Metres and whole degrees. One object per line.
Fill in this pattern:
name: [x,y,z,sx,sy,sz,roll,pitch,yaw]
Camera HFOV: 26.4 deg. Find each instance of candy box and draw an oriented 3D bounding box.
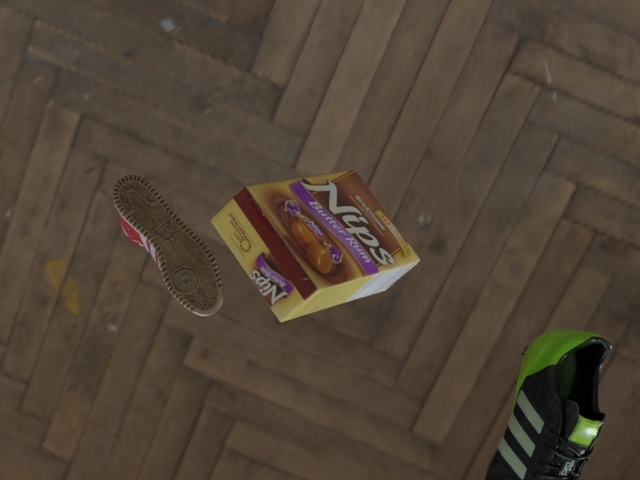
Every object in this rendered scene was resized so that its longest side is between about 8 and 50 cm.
candy box: [0.000,0.000,1.184,0.053,0.186,0.109,-42,76,27]

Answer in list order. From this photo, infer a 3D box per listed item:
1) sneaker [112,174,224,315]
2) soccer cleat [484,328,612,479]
sneaker: [-0.112,0.005,1.015,0.042,0.067,0.118,-34,90,-9]
soccer cleat: [0.156,0.144,0.931,0.060,0.072,0.179,22,72,-25]
